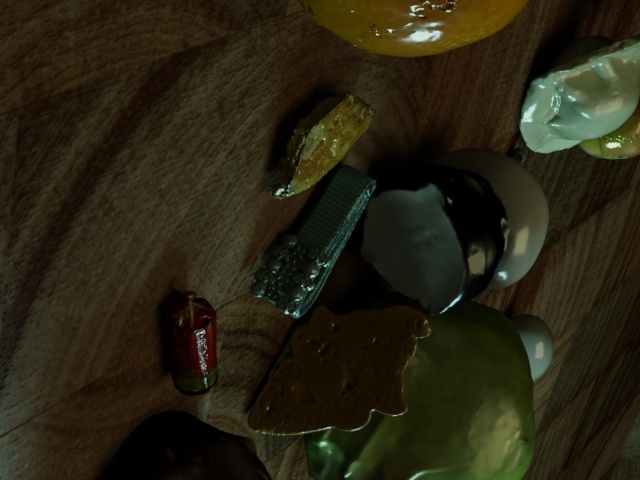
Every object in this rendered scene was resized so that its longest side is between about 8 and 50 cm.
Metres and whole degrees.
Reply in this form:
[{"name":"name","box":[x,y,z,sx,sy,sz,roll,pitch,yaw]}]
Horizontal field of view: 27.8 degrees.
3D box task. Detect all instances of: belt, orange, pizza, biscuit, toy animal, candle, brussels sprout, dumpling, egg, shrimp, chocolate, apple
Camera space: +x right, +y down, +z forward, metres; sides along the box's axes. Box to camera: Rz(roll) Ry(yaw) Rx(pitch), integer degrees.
[{"name":"belt","box":[-0.004,-0.002,1.423,0.179,0.065,0.100,-62,164,-2]},{"name":"orange","box":[0.077,-0.272,1.068,0.246,0.246,0.246,-44,151,-32]},{"name":"pizza","box":[0.000,-0.108,1.339,0.160,0.035,0.099,-46,152,-30]},{"name":"biscuit","box":[0.021,0.158,1.543,0.250,0.162,0.035,-31,173,5]},{"name":"toy animal","box":[0.174,-0.022,1.580,0.235,0.187,0.165,-21,145,-51]},{"name":"candle","box":[-0.129,0.098,1.299,0.052,0.052,0.131,-42,149,-34]},{"name":"brussels sprout","box":[0.134,0.217,1.667,0.247,0.328,0.328,-72,-173,-80]},{"name":"dumpling","box":[0.364,-0.206,1.860,0.179,0.131,0.252,-20,158,-27]},{"name":"egg","box":[0.356,0.189,2.259,0.103,0.103,0.135,-37,145,-41]},{"name":"shrimp","box":[0.270,-0.094,1.886,0.092,0.029,0.038,-49,162,-12]},{"name":"chocolate","box":[-0.132,0.371,1.398,0.225,0.210,0.340,-21,135,-51]},{"name":"apple","box":[0.462,-0.193,2.004,0.146,0.146,0.146,-44,151,-32]}]
